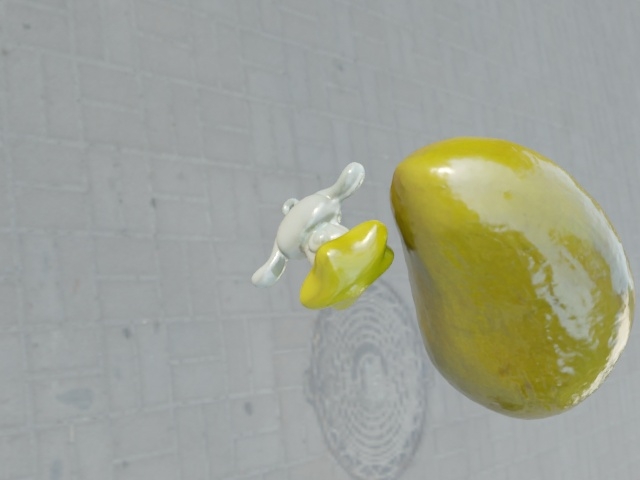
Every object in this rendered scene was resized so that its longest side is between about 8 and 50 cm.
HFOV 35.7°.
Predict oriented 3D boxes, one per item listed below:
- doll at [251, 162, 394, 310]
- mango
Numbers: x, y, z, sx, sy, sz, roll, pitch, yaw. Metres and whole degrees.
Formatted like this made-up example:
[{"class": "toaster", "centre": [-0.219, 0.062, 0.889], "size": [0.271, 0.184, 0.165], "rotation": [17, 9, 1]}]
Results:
[{"class": "doll", "centre": [-0.005, 0.006, 0.865], "size": [0.071, 0.135, 0.113], "rotation": [29, 39, -57]}, {"class": "mango", "centre": [0.178, 0.038, 0.882], "size": [0.331, 0.195, 0.142], "rotation": [71, 12, -44]}]
